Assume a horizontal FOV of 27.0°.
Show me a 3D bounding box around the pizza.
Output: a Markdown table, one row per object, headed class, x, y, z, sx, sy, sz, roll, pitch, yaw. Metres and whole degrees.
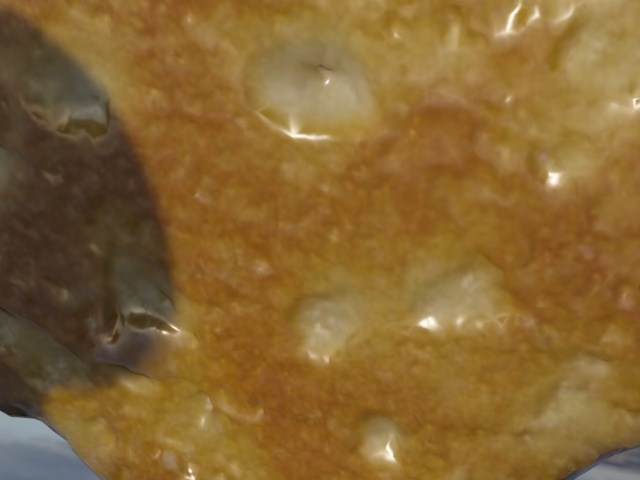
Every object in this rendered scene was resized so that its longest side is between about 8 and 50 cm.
| class | x | y | z | sx | sy | sz | roll | pitch | yaw |
| --- | --- | --- | --- | --- | --- | --- | --- | --- | --- |
| pizza | 0.000 | 0.000 | 0.438 | 0.408 | 0.278 | 0.114 | -2 | -148 | 25 |
